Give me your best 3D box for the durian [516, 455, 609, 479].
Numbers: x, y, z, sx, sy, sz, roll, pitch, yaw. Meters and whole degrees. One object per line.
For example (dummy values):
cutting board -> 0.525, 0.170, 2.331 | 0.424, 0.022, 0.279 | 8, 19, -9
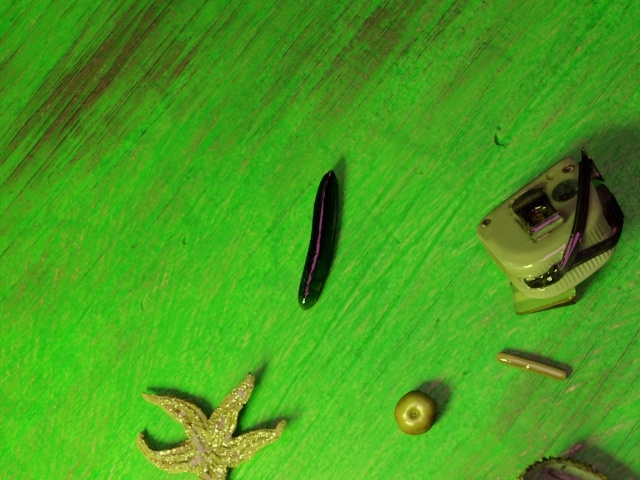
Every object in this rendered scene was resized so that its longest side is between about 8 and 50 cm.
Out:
durian -> 0.436, 0.494, 1.788 | 0.237, 0.193, 0.138 | 36, 130, 29

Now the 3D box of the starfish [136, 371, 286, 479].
starfish -> -0.210, 0.379, 2.021 | 0.302, 0.060, 0.299 | -32, 66, 11

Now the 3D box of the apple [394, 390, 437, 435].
apple -> 0.176, 0.320, 1.932 | 0.084, 0.071, 0.084 | -3, 77, 14

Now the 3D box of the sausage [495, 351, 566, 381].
sausage -> 0.389, 0.232, 1.925 | 0.132, 0.024, 0.024 | 16, 82, 16

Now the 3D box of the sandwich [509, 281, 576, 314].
sandwich -> 0.410, 0.090, 1.925 | 0.116, 0.074, 0.074 | -13, 74, 10

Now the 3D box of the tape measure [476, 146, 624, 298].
tape measure -> 0.435, -0.031, 1.870 | 0.271, 0.133, 0.231 | -35, 33, 1

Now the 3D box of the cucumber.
cucumber -> 0.000, 0.000, 2.062 | 0.056, 0.056, 0.284 | 9, 83, 16
